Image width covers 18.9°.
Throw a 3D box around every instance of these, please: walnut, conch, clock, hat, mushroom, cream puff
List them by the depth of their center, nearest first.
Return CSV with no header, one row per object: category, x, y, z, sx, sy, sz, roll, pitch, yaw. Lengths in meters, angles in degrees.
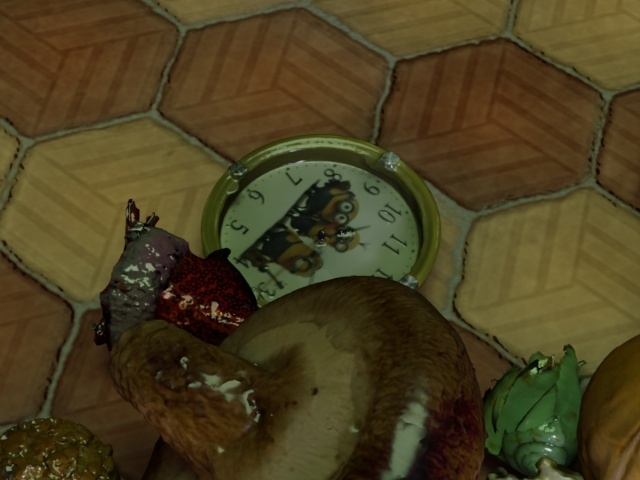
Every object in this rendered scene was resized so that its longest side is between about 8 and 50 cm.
mushroom,-0.012,0.187,1.569,0.239,0.345,0.345,8,40,-45
walnut,0.310,0.178,1.625,0.193,0.225,0.193,-7,41,6
cream puff,-0.237,0.213,1.645,0.126,0.103,0.144,14,46,9
conch,0.192,0.150,1.745,0.106,0.079,0.170,16,37,2
hat,-0.093,0.062,1.752,0.227,0.129,0.140,15,55,12
clock,0.000,0.000,1.861,0.237,0.057,0.237,1,53,-1

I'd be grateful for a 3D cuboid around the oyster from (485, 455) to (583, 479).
oyster,0.142,0.350,1.559,0.201,0.107,0.354,26,75,21
